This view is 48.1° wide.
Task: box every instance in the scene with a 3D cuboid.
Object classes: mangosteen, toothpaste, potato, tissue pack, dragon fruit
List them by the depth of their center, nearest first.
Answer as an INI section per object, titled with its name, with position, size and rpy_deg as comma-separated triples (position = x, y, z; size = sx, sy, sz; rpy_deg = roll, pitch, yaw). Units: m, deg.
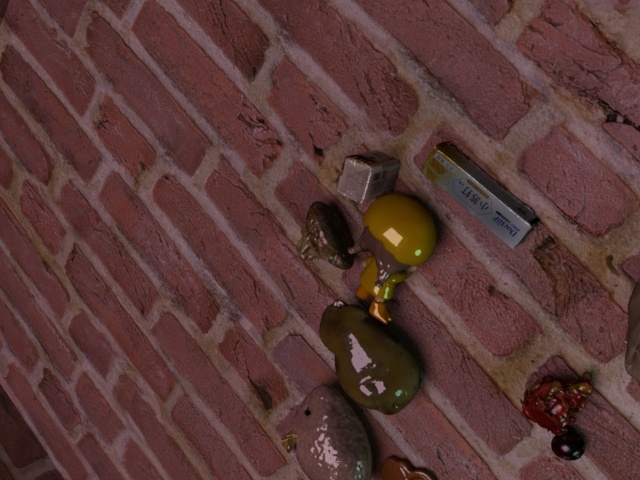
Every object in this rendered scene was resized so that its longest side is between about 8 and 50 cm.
[dragon fruit]
position = 0.579, 0.388, 1.740
size = 0.133, 0.150, 0.208
rpy_deg = 36, 118, -12
[mangosteen]
position = 0.614, 0.504, 1.772
size = 0.081, 0.081, 0.081
rpy_deg = 10, 107, 33
[toothpaste]
position = 0.393, -0.116, 1.773
size = 0.313, 0.071, 0.089
rpy_deg = 43, 126, 18
[tissue pack]
position = 0.126, -0.170, 1.894
size = 0.099, 0.148, 0.106
rpy_deg = 27, 116, 28
[potato]
position = 0.126, 0.319, 1.979
size = 0.351, 0.202, 0.218
rpy_deg = 59, 158, -2

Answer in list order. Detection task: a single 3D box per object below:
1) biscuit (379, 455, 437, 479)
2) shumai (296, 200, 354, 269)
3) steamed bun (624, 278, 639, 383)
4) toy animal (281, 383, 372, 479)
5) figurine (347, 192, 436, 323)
[biscuit]
position = 0.292, 0.755, 2.083
size = 0.295, 0.044, 0.186
rpy_deg = 37, 118, 21
[shumai]
position = 0.000, 0.000, 2.023
size = 0.153, 0.161, 0.210
rpy_deg = -23, 106, 33
[steamed bun]
position = 0.781, 0.213, 1.488
size = 0.309, 0.219, 0.324
rpy_deg = 23, 115, 29
[toy animal]
position = 0.034, 0.617, 2.132
size = 0.226, 0.188, 0.359
rpy_deg = -32, 71, 29
[figurine]
position = 0.187, 0.043, 1.899
size = 0.215, 0.187, 0.344
rpy_deg = 39, 128, 35
